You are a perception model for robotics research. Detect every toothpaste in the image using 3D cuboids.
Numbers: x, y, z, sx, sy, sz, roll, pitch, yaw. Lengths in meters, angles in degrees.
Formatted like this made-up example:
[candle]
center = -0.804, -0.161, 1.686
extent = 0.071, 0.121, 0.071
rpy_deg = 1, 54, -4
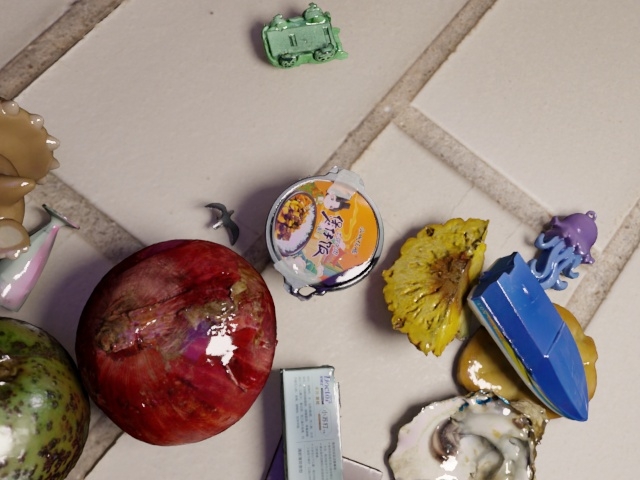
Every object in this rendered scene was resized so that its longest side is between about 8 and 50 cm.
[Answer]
[toothpaste]
center = -0.011, 0.342, 0.768
extent = 0.089, 0.071, 0.312
rpy_deg = -2, 80, -7

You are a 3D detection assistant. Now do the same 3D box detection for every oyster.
[oyster]
center = 0.224, 0.331, 0.817
extent = 0.223, 0.083, 0.214
rpy_deg = 14, 83, 15

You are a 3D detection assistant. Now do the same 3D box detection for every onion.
[onion]
center = -0.191, 0.129, 0.714
extent = 0.277, 0.276, 0.275
rpy_deg = 2, 78, -9

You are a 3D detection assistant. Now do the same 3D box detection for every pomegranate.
[pomegranate]
center = -0.456, 0.267, 0.663
extent = 0.285, 0.285, 0.340
rpy_deg = 34, 109, -1

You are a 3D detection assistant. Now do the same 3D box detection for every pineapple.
[pineapple]
center = 0.187, 0.084, 0.873
extent = 0.140, 0.164, 0.249
rpy_deg = 13, 68, 34

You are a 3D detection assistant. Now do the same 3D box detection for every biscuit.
[biscuit]
center = 0.352, 0.206, 0.891
extent = 0.260, 0.041, 0.202
rpy_deg = -8, 80, -12

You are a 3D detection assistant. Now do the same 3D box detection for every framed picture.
[framed picture]
center = -0.003, 0.388, 0.808
extent = 0.169, 0.023, 0.127
rpy_deg = 22, 77, -4

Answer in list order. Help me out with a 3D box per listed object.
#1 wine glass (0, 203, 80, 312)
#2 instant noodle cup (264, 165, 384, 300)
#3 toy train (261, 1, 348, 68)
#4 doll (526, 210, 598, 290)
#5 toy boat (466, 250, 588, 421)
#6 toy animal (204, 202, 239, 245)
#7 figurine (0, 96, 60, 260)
[wine glass]
center = -0.436, 0.024, 0.789
extent = 0.073, 0.073, 0.155
rpy_deg = 33, 76, -1
[instant noodle cup]
center = 0.000, 0.000, 0.835
extent = 0.178, 0.125, 0.208
rpy_deg = 38, 76, 1
[toy train]
center = -0.026, -0.349, 0.931
extent = 0.149, 0.081, 0.099
rpy_deg = -16, 82, -6
[doll]
center = 0.422, 0.023, 0.928
extent = 0.110, 0.067, 0.206
rpy_deg = 46, 79, -11
[toy boat]
center = 0.341, 0.169, 0.832
extent = 0.129, 0.088, 0.295
rpy_deg = -40, 98, -39
[toy animal]
center = -0.158, -0.035, 0.867
extent = 0.028, 0.050, 0.084
rpy_deg = -20, 122, 18
[figurine]
center = -0.464, -0.119, 0.749
extent = 0.173, 0.247, 0.177
rpy_deg = -47, 130, -7
